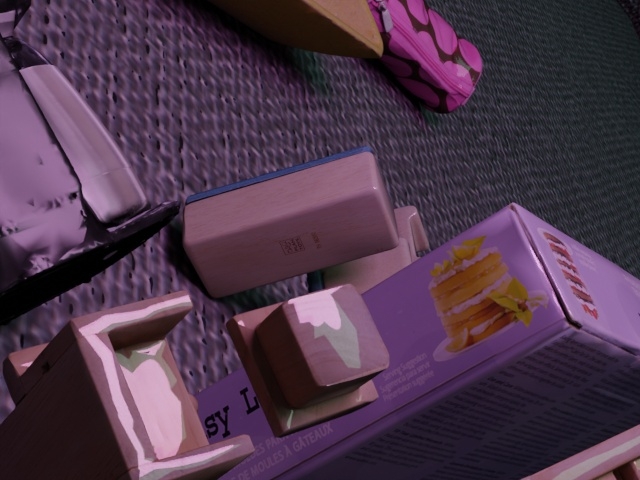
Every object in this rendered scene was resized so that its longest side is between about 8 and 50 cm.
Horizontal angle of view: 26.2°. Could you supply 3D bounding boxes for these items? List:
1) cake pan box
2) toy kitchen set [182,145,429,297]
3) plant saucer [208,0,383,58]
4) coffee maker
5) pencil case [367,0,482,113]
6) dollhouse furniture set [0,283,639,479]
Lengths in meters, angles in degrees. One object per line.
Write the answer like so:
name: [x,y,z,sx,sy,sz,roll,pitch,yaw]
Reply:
cake pan box: [0.063,0.096,0.710,0.267,0.245,0.070,22,43,-55]
toy kitchen set: [0.000,0.000,0.920,0.166,0.122,0.207,-96,167,-47]
plant saucer: [-0.107,-0.309,1.086,0.333,0.081,0.333,24,41,-55]
coffee maker: [-0.168,-0.052,0.578,0.178,0.120,0.171,59,23,2]
pencil case: [0.080,-0.203,1.336,0.209,0.095,0.098,35,2,-44]
dollhouse furniture set: [0.074,0.152,0.562,0.355,0.174,0.303,-14,72,-37]
